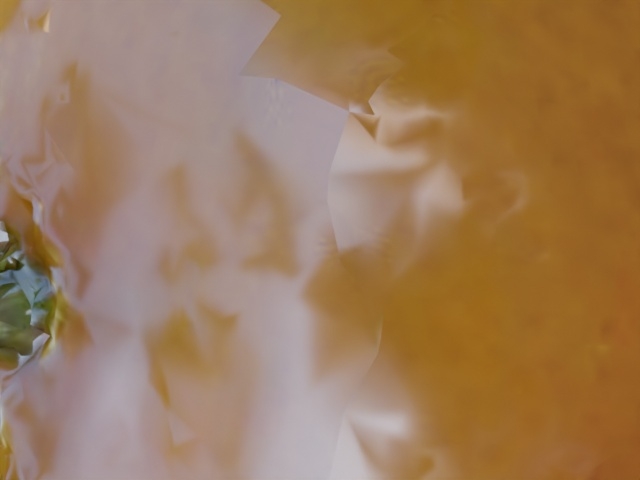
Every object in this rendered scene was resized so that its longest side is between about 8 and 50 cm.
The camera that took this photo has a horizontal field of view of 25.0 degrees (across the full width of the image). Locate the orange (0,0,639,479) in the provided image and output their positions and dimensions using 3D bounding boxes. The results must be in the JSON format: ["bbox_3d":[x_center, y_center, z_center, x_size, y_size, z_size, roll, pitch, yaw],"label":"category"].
[{"bbox_3d":[0.000,0.000,0.557,0.424,0.326,0.423,7,99,48],"label":"orange"}]
